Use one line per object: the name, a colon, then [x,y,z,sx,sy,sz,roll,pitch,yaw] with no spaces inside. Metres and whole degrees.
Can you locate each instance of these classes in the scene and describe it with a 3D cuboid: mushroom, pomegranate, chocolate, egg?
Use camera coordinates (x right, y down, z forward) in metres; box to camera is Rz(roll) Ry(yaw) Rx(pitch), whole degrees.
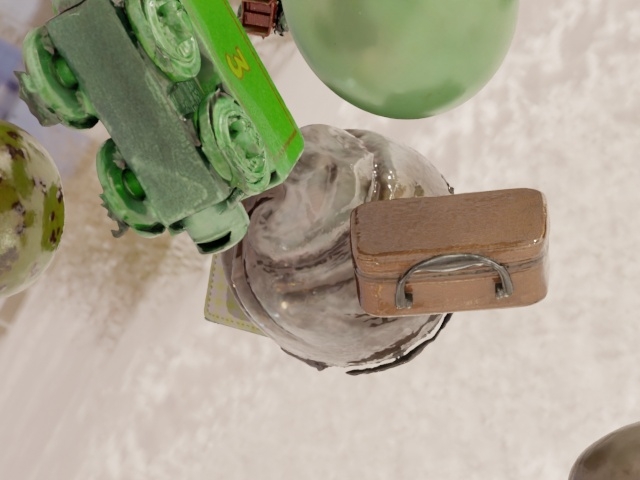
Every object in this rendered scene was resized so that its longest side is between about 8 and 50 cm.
mushroom: [0.303,0.251,1.238,0.188,0.117,0.141,96,168,-66]
pomegranate: [-0.345,-0.002,1.161,0.198,0.198,0.246,-104,38,-73]
chocolate: [0.000,0.000,1.447,0.303,0.303,0.213,-61,-26,1]
egg: [0.070,-0.245,1.181,0.220,0.220,0.269,-40,69,60]

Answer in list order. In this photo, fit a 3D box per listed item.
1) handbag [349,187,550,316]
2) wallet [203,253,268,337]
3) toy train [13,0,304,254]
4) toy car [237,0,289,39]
handbag: [0.123,0.012,1.211,0.151,0.193,0.072,-76,-18,-61]
wallet: [-0.061,-0.012,1.865,0.077,0.223,0.309,-11,-69,-54]
toy train: [-0.117,-0.116,0.981,0.132,0.243,0.188,-23,19,22]
toy car: [-0.069,-0.321,1.550,0.054,0.073,0.143,-45,-36,-55]
